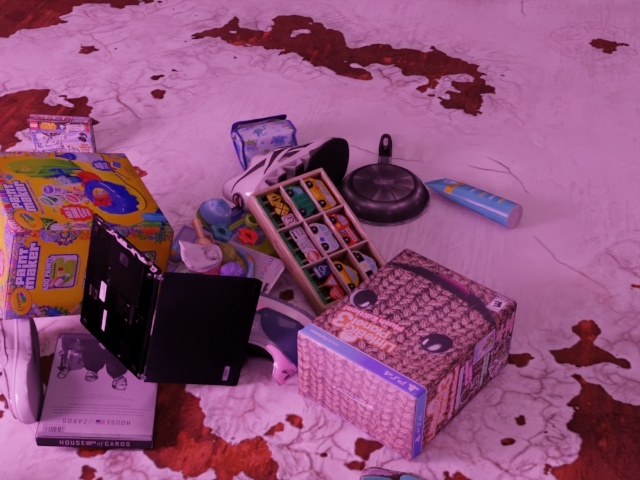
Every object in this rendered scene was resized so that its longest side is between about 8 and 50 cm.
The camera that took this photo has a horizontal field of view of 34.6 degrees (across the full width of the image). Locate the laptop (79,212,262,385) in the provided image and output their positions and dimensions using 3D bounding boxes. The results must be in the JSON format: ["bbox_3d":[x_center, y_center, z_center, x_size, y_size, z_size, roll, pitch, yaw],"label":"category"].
[{"bbox_3d":[-0.249,0.099,1.656,0.264,0.234,0.136,37,40,28],"label":"laptop"}]

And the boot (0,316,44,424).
[{"bbox_3d":[-0.522,0.218,1.670,0.123,0.095,0.258,-14,31,-9],"label":"boot"}]

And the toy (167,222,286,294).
[{"bbox_3d":[-0.197,0.045,1.890,0.237,0.056,0.137,18,62,26],"label":"toy"}]

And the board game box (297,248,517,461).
[{"bbox_3d":[0.142,0.176,1.678,0.232,0.141,0.291,26,44,30],"label":"board game box"}]

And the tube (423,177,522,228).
[{"bbox_3d":[0.315,-0.086,2.108,0.207,0.052,0.080,28,22,36],"label":"tube"}]

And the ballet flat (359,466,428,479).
[{"bbox_3d":[0.116,0.355,1.528,0.114,0.041,0.041,7,38,7],"label":"ballet flat"}]

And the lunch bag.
[{"bbox_3d":[-0.124,-0.222,2.248,0.128,0.096,0.151,-10,24,-10],"label":"lunch bag"}]

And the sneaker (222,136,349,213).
[{"bbox_3d":[-0.069,-0.146,2.105,0.146,0.123,0.330,18,29,32],"label":"sneaker"}]

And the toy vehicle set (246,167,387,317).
[{"bbox_3d":[0.000,0.000,1.905,0.166,0.035,0.267,-23,69,-28],"label":"toy vehicle set"}]

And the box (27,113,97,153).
[{"bbox_3d":[-0.562,-0.226,2.240,0.137,0.094,0.027,4,38,3],"label":"box"}]

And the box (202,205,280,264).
[{"bbox_3d":[-0.148,-0.007,1.998,0.178,0.042,0.109,28,45,31],"label":"box"}]

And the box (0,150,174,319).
[{"bbox_3d":[-0.451,-0.016,1.838,0.279,0.177,0.290,-2,33,-30],"label":"box"}]

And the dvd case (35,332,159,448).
[{"bbox_3d":[-0.353,0.240,1.669,0.179,0.030,0.239,3,37,-6],"label":"dvd case"}]

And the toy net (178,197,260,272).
[{"bbox_3d":[-0.188,0.004,1.850,0.122,0.045,0.232,32,35,-6],"label":"toy net"}]

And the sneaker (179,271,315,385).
[{"bbox_3d":[-0.158,0.147,1.749,0.319,0.112,0.131,14,63,32],"label":"sneaker"}]

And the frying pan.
[{"bbox_3d":[0.158,-0.137,2.176,0.197,0.053,0.326,18,43,20],"label":"frying pan"}]
